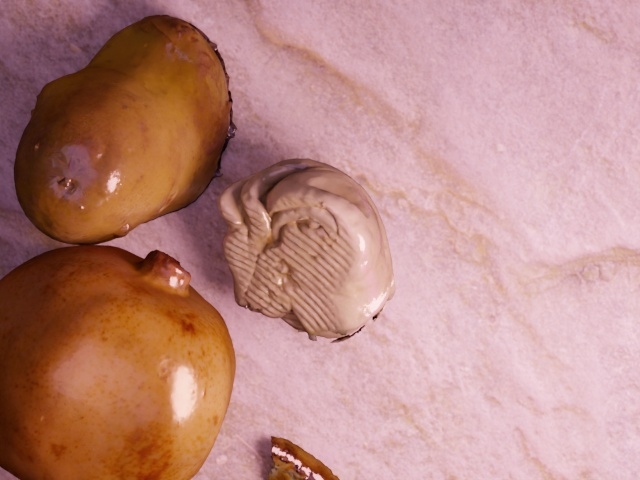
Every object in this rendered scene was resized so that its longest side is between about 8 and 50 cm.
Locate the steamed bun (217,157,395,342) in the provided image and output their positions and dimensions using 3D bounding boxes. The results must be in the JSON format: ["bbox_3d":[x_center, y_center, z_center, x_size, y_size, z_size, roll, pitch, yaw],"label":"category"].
[{"bbox_3d":[0.000,0.000,1.474,0.268,0.207,0.280,6,118,27],"label":"steamed bun"}]

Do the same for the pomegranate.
[{"bbox_3d":[-0.306,0.186,1.372,0.417,0.416,0.416,0,92,-3],"label":"pomegranate"}]

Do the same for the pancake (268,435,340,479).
[{"bbox_3d":[-0.026,0.505,1.567,0.197,0.054,0.376,-22,92,-2],"label":"pancake"}]

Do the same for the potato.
[{"bbox_3d":[-0.293,-0.165,1.416,0.290,0.296,0.397,43,91,-5],"label":"potato"}]
